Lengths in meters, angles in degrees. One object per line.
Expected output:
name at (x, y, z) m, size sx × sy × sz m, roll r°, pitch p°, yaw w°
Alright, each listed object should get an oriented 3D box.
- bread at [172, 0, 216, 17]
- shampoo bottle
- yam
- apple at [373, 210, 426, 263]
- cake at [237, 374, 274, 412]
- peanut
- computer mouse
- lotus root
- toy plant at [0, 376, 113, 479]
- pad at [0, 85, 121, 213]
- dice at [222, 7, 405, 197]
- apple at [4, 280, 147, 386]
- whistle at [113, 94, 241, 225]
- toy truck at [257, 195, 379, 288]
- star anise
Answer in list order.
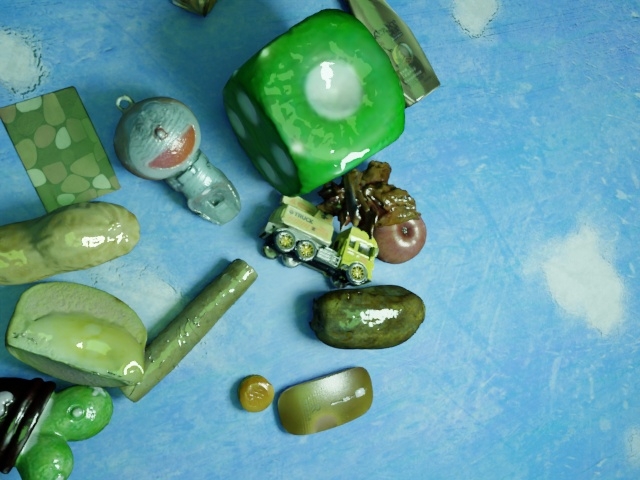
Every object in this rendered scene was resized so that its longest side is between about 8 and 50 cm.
bread at (-0.234, -0.612, 1.183) m, size 0.107 × 0.136 × 0.241 m, roll 28°, pitch 80°, yaw -15°
shampoo bottle at (0.158, -0.499, 1.353) m, size 0.126 × 0.084 × 0.350 m, roll -37°, pitch 101°, yaw -14°
yam at (-0.284, 0.189, 1.196) m, size 0.371 × 0.083 × 0.083 m, roll -45°, pitch 104°, yaw -16°
apple at (0.186, -0.018, 1.343) m, size 0.154 × 0.120 × 0.153 m, roll 0°, pitch 88°, yaw -18°
cake at (-0.148, 0.349, 1.263) m, size 0.084 × 0.044 × 0.083 m, roll 0°, pitch 91°, yaw -18°
peanut at (-0.516, 0.002, 1.074) m, size 0.319 × 0.147 × 0.147 m, roll -14°, pitch 95°, yaw -19°
computer mouse at (0.019, 0.381, 1.319) m, size 0.245 × 0.056 × 0.125 m, roll -11°, pitch 94°, yaw -21°
lotus root at (0.116, 0.182, 1.299) m, size 0.275 × 0.160 × 0.151 m, roll -4°, pitch 81°, yaw -20°
toy plant at (-0.536, 0.352, 1.055) m, size 0.235 × 0.175 × 0.218 m, roll 29°, pitch 41°, yaw -16°
pad at (-0.537, -0.187, 1.143) m, size 0.158 × 0.003 × 0.234 m, roll -25°, pitch 99°, yaw -18°
dice at (-0.016, -0.277, 1.170) m, size 0.287 × 0.300 × 0.297 m, roll -37°, pitch 100°, yaw -16°
apple at (-0.476, 0.189, 1.104) m, size 0.265 × 0.120 × 0.193 m, roll 24°, pitch 41°, yaw -20°
whistle at (-0.290, -0.164, 1.154) m, size 0.189 × 0.189 × 0.348 m, roll -48°, pitch 115°, yaw -14°
toy truck at (0.000, 0.000, 1.278) m, size 0.272 × 0.124 × 0.157 m, roll 25°, pitch 71°, yaw -15°
star anise at (0.101, -0.087, 1.201) m, size 0.238 × 0.346 × 0.148 m, roll 20°, pitch 108°, yaw 11°
